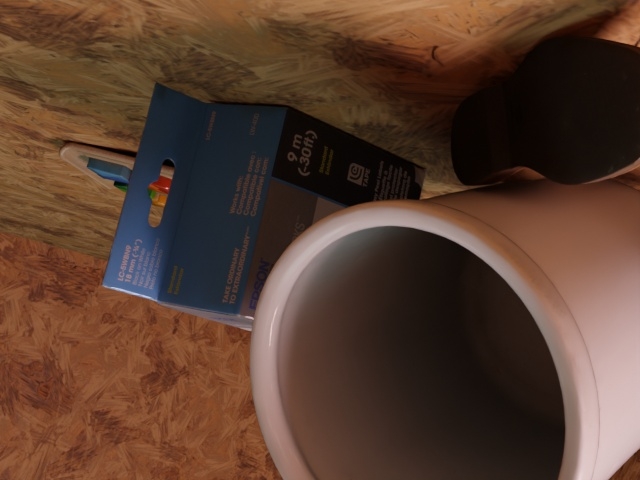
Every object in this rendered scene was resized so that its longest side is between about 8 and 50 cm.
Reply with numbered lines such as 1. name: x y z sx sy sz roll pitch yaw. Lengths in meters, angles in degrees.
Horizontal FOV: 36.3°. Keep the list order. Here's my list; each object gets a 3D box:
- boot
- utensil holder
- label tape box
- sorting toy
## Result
1. boot: 0.216 -0.099 0.793 0.115 0.112 0.305 -1 180 -15
2. utensil holder: 0.179 0.101 0.950 0.327 0.328 0.385 5 -168 38
3. label tape box: -0.051 -0.016 1.114 0.333 0.241 0.106 20 168 -36
4. sorting toy: -0.261 -0.081 1.590 0.229 0.041 0.307 10 170 14
